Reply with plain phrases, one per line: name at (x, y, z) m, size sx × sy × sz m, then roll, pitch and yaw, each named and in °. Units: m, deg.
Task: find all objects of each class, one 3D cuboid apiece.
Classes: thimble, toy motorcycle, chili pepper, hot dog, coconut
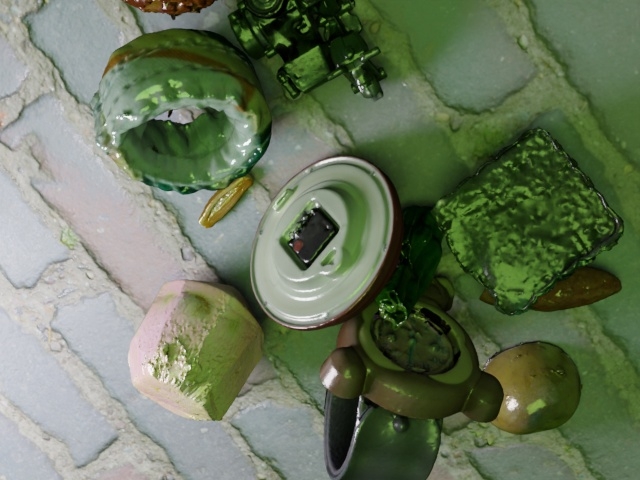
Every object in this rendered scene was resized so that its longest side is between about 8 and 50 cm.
thimble at (-0.229, -0.208, 1.385) m, size 0.288 × 0.167 × 0.254 m, roll -5°, pitch 140°, yaw -15°
toy motorcycle at (-0.019, -0.326, 1.392) m, size 0.205 × 0.127 × 0.275 m, roll -28°, pitch 101°, yaw 14°
chili pepper at (0.155, 0.043, 1.445) m, size 0.083 × 0.253 × 0.099 m, roll -13°, pitch 127°, yaw 32°
hot dog at (-0.178, -0.078, 1.558) m, size 0.044 × 0.028 × 0.137 m, roll 30°, pitch 117°, yaw -31°
coconut at (-0.222, 0.188, 1.559) m, size 0.233 × 0.245 × 0.233 m, roll 22°, pitch 153°, yaw 12°

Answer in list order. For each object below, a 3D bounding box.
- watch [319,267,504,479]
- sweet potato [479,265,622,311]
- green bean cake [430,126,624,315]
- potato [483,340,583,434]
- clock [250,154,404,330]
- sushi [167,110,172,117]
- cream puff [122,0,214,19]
watch at (0.119, 0.263, 1.511) m, size 0.313 × 0.335 × 0.327 m, roll 11°, pitch 131°, yaw -11°
sweet potato at (0.409, 0.077, 1.496) m, size 0.251 × 0.097 × 0.097 m, roll -3°, pitch 110°, yaw 6°
green bean cake at (0.342, -0.028, 1.405) m, size 0.255 × 0.132 × 0.241 m, roll -41°, pitch 83°, yaw 8°
potato at (0.393, 0.300, 1.568) m, size 0.202 × 0.117 × 0.182 m, roll -26°, pitch 107°, yaw 16°
clock at (0.000, 0.000, 1.428) m, size 0.318 × 0.319 × 0.080 m, roll -38°, pitch 137°, yaw 19°
sushi at (-0.254, -0.276, 1.480) m, size 0.061 × 0.060 × 0.118 m, roll 4°, pitch 113°, yaw 3°
cream puff at (-0.192, -0.489, 1.294) m, size 0.212 × 0.303 × 0.303 m, roll 13°, pitch 116°, yaw -32°
